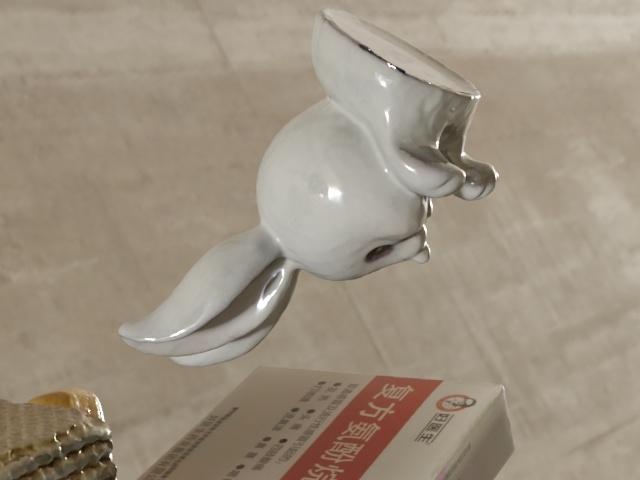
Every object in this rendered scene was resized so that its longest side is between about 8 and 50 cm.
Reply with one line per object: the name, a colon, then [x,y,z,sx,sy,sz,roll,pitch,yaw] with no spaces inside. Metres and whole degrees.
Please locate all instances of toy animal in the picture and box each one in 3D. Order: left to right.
toy animal: [0.001,-0.002,0.794,0.221,0.130,0.104,-59,-3,11]

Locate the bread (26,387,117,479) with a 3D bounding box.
bread: [-0.238,0.266,1.453,0.074,0.239,0.092,-19,-14,20]

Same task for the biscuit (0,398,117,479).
biscuit: [-0.359,0.165,1.132,0.426,0.079,0.144,1,11,34]

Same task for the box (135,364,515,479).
box: [-0.032,0.196,1.001,0.214,0.069,0.353,2,26,30]
